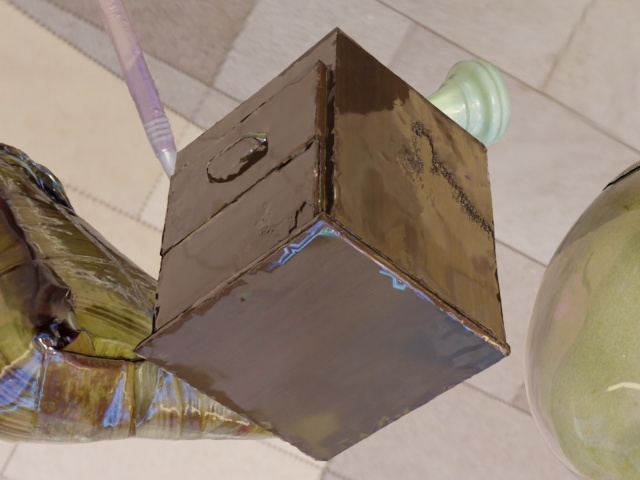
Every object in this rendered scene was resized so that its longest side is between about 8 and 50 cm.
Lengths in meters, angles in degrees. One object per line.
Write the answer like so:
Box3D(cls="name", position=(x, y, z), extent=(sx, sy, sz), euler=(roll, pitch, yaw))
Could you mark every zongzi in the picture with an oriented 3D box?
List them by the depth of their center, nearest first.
Box3D(cls="zongzi", position=(-0.168, 0.055, 1.120), extent=(0.300, 0.286, 0.138), euler=(15, 117, -38))

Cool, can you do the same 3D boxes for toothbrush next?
Box3D(cls="toothbrush", position=(-0.143, -0.107, 1.214), extent=(0.024, 0.029, 0.354), euler=(-19, 73, -9))

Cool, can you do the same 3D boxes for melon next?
Box3D(cls="melon", position=(0.317, 0.071, 1.202), extent=(0.268, 0.268, 0.330), euler=(23, 103, -17))

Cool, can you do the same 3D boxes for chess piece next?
Box3D(cls="chess piece", position=(0.082, -0.093, 1.053), extent=(0.103, 0.067, 0.067), euler=(-16, 109, -25))

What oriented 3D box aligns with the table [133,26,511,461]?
Box3D(cls="table", position=(0.000, 0.000, 0.940), extent=(0.172, 0.193, 0.169), euler=(36, 127, -29))
